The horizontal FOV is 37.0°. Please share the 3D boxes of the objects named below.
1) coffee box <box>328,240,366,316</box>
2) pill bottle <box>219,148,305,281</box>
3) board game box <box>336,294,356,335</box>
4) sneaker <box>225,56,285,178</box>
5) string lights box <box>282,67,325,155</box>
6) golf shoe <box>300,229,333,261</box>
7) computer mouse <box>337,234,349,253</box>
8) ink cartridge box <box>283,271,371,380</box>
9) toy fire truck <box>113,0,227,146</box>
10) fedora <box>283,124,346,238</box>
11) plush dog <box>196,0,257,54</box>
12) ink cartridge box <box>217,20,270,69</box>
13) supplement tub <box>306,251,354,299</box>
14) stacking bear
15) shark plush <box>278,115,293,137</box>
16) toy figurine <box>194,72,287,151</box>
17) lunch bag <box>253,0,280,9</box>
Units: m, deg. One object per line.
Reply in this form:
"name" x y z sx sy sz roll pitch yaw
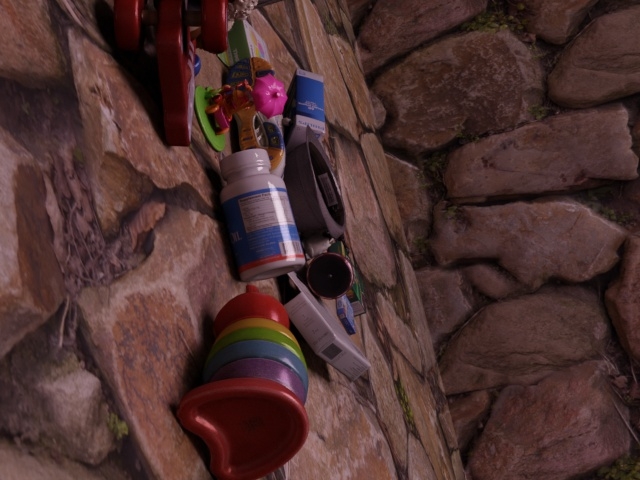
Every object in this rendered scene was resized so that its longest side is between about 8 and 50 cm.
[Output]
"coffee box" 0.072 0.102 2.517 0.113 0.040 0.184 -94 162 -47
"pill bottle" -0.112 -0.046 1.724 0.124 0.124 0.222 23 51 -74
"board game box" 0.063 0.178 2.424 0.090 0.020 0.090 -96 163 -46
"sneaker" -0.135 -0.244 2.003 0.131 0.111 0.297 83 1 -61
"string lights box" -0.044 -0.289 2.313 0.260 0.076 0.133 -92 -159 -51
"golf shoe" 0.000 0.000 2.242 0.176 0.086 0.069 -73 142 -71
"computer mouse" 0.034 -0.052 2.560 0.193 0.042 0.106 60 18 -45
"ink cartridge box" -0.014 0.165 2.027 0.239 0.060 0.275 51 1 27
"toy fire truck" -0.236 -0.336 1.570 0.254 0.169 0.302 95 -7 -46
"fedora" -0.039 -0.114 2.131 0.275 0.124 0.244 53 23 -58
"plush dog" -0.187 -0.475 1.776 0.210 0.225 0.262 -2 64 -52
"ink cartridge box" -0.171 -0.421 2.118 0.209 0.062 0.109 37 38 -68
"supplement tub" 0.025 0.078 2.145 0.198 0.106 0.106 25 48 -87
"stacking bear" -0.101 0.183 1.411 0.289 0.164 0.175 -96 164 -58
"shark plush" -0.119 -0.274 2.246 0.161 0.073 0.067 -124 -157 -46
"toy figurine" -0.139 -0.264 1.819 0.173 0.159 0.130 -86 155 -61
"lunch bag" -0.150 -0.599 1.919 0.212 0.305 0.256 -79 152 -71
